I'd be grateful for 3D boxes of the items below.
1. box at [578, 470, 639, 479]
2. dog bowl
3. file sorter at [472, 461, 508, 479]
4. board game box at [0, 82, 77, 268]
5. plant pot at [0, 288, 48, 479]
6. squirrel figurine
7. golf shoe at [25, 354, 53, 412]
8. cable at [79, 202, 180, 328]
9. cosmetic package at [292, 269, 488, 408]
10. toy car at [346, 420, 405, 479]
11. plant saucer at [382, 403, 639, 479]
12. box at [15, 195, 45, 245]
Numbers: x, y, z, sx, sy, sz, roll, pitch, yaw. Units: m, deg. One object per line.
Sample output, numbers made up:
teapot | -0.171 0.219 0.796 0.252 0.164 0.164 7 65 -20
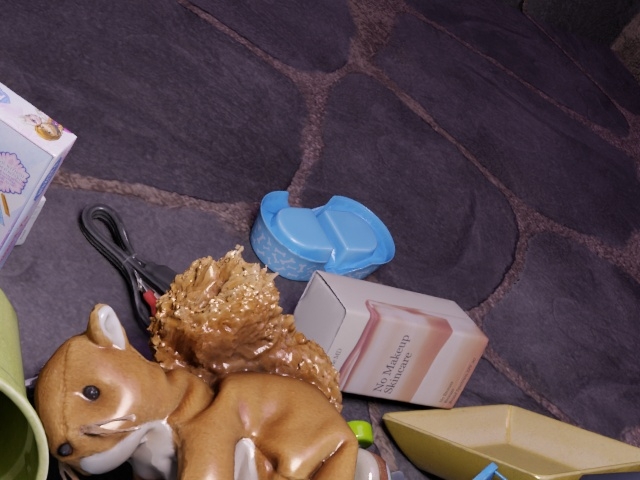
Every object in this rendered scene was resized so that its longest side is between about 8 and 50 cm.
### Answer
box | 0.402 0.537 1.528 0.312 0.179 0.343 47 65 -6
dog bowl | 0.000 0.000 2.076 0.297 0.074 0.166 2 47 -42
file sorter | 0.224 0.429 1.646 0.104 0.170 0.118 37 39 23
board game box | -0.516 -0.101 1.473 0.318 0.318 0.066 36 32 -5
plant pot | -0.442 0.166 1.306 0.276 0.276 0.254 24 23 -22
squirrel figurine | -0.161 0.204 1.442 0.370 0.281 0.397 29 44 -11
golf shoe | -0.353 0.195 1.511 0.198 0.077 0.094 2 30 -45
cable | -0.279 0.061 1.775 0.287 0.072 0.139 34 48 16
cosmetic package | 0.106 0.165 1.882 0.296 0.153 0.129 12 22 -32
toy car | 0.075 0.366 1.654 0.188 0.149 0.155 25 46 -41
plant saucer | 0.316 0.347 1.833 0.333 0.081 0.332 4 7 -42
box | -0.470 -0.049 1.653 0.101 0.102 0.087 -14 57 -50
